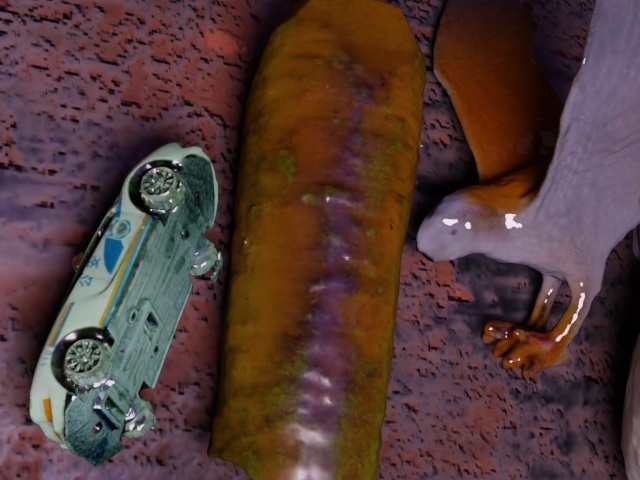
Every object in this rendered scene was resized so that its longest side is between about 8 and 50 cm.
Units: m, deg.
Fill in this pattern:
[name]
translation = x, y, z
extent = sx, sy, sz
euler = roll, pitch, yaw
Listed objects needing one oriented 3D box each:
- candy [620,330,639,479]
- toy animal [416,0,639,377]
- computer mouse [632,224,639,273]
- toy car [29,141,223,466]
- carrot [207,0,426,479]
[candy]
translation = 0.319, 0.081, 0.757
extent = 0.295, 0.295, 0.185
euler = -31, 60, -35
[toy animal]
translation = 0.209, -0.041, 0.789
extent = 0.284, 0.225, 0.302
euler = 22, 89, -25
[computer mouse]
translation = 0.327, -0.098, 0.913
extent = 0.158, 0.072, 0.310
euler = 17, 69, -26
[toy car]
translation = -0.106, 0.030, 0.604
extent = 0.093, 0.058, 0.186
euler = 68, 36, -57
[carrot]
translation = 0.000, 0.000, 0.655
extent = 0.114, 0.114, 0.302
euler = 16, 72, -28
